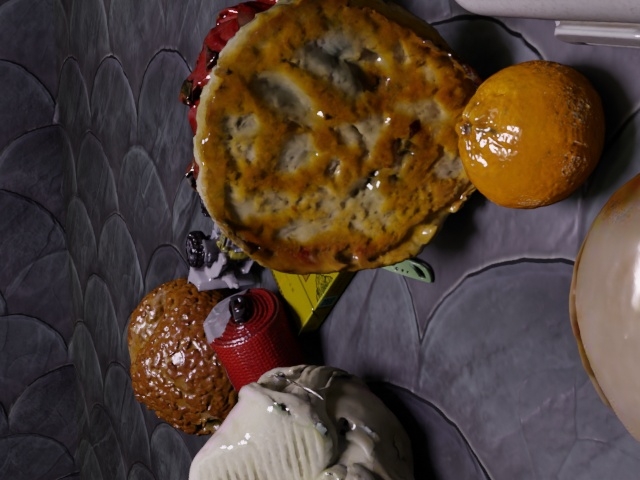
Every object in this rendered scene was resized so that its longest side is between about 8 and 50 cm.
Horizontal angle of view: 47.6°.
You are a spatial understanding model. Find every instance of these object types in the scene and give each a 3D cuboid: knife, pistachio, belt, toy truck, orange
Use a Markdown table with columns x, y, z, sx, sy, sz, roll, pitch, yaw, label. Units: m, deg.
| x | y | z | sx | sy | sz | roll | pitch | yaw | label |
| --- | --- | --- | --- | --- | --- | --- | --- | --- | --- |
| 0.056 | 0.015 | 0.928 | 0.207 | 0.014 | 0.030 | 21 | 123 | 37 | knife |
| 0.259 | 0.053 | 0.536 | 0.144 | 0.144 | 0.215 | 6 | 99 | 59 | pistachio |
| -0.107 | 0.146 | 1.128 | 0.124 | 0.128 | 0.201 | 65 | 172 | -18 | belt |
| -0.140 | -0.004 | 1.190 | 0.111 | 0.136 | 0.286 | 62 | 145 | 37 | toy truck |
| 0.184 | -0.093 | 0.652 | 0.135 | 0.117 | 0.136 | 34 | 131 | 52 | orange |

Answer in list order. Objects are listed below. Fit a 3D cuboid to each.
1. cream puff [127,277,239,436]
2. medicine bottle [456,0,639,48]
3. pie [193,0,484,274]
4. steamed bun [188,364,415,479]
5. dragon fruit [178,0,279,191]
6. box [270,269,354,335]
| x | y | z | sx | sy | sz | roll | pitch | yaw | label |
| --- | --- | --- | --- | --- | --- | --- | --- | --- | --- |
| -0.248 | 0.214 | 1.334 | 0.303 | 0.212 | 0.303 | 170 | 90 | -67 | cream puff |
| 0.238 | -0.283 | 0.518 | 0.375 | 0.123 | 0.282 | 27 | 120 | 53 | medicine bottle |
| 0.022 | -0.106 | 0.742 | 0.092 | 0.315 | 0.315 | -110 | 26 | -63 | pie |
| -0.012 | 0.305 | 0.961 | 0.268 | 0.207 | 0.280 | 38 | 109 | 10 | steamed bun |
| -0.047 | -0.169 | 0.879 | 0.299 | 0.244 | 0.244 | -43 | 50 | 8 | dragon fruit |
| 0.000 | 0.000 | 1.052 | 0.153 | 0.041 | 0.279 | 63 | 143 | 28 | box |
